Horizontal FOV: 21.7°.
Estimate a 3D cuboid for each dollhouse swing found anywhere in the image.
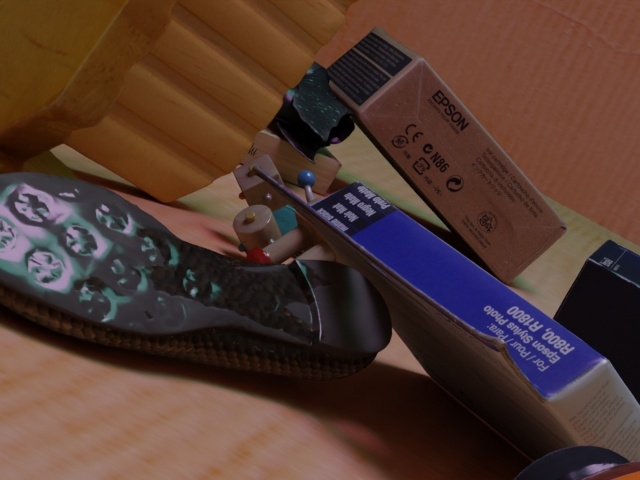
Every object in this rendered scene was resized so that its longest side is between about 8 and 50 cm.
[{"bbox_3d":[-0.036,-0.143,0.961,0.305,0.347,0.315,35,3,-38],"label":"dollhouse swing"}]

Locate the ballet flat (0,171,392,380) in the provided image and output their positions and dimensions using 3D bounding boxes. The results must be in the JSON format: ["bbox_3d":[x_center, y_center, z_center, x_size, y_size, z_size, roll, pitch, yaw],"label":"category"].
[{"bbox_3d":[-0.072,0.028,0.795,0.249,0.058,0.084,14,51,-39],"label":"ballet flat"}]

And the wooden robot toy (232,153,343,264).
[{"bbox_3d":[-0.004,0.017,1.081,0.173,0.076,0.079,37,-22,45],"label":"wooden robot toy"}]

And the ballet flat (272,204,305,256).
[{"bbox_3d":[0.000,0.000,1.199,0.114,0.041,0.041,27,9,-9],"label":"ballet flat"}]

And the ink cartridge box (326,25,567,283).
[{"bbox_3d":[0.117,-0.088,1.647,0.235,0.088,0.193,47,3,-21],"label":"ink cartridge box"}]

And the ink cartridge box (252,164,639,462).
[{"bbox_3d":[0.087,0.052,0.890,0.223,0.045,0.224,38,-8,47],"label":"ink cartridge box"}]

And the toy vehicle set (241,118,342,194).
[{"bbox_3d":[-0.119,-0.133,1.515,0.266,0.035,0.166,20,20,-42],"label":"toy vehicle set"}]

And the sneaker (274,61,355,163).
[{"bbox_3d":[-0.005,-0.119,1.546,0.089,0.051,0.170,37,20,10],"label":"sneaker"}]

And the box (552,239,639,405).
[{"bbox_3d":[0.278,0.089,1.328,0.184,0.103,0.261,27,9,10],"label":"box"}]

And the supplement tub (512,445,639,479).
[{"bbox_3d":[0.126,0.141,0.557,0.106,0.106,0.198,23,10,-26],"label":"supplement tub"}]
